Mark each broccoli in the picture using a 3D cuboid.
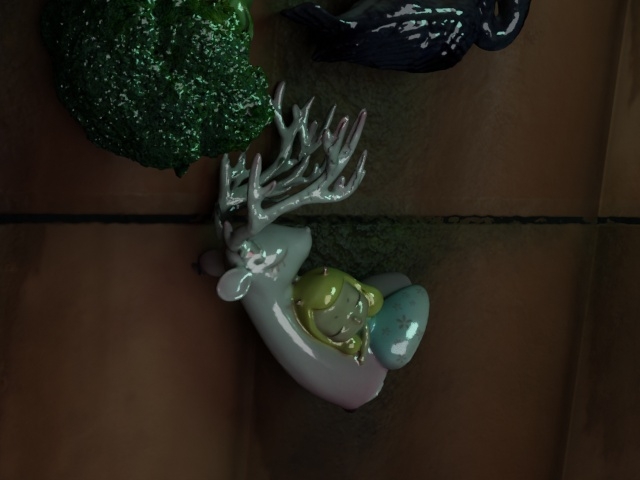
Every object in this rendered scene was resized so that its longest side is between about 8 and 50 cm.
[{"bbox_3d":[-0.160,-0.219,1.287,0.269,0.254,0.269,-37,133,-55],"label":"broccoli"}]

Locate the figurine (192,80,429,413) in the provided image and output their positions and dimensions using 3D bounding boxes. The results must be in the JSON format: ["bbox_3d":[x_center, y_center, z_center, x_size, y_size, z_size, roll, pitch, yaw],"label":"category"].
[{"bbox_3d":[-0.009,-0.001,1.434,0.315,0.206,0.284,37,90,-35],"label":"figurine"}]

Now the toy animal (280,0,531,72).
[{"bbox_3d":[0.104,-0.276,1.447,0.298,0.122,0.185,-25,113,-18],"label":"toy animal"}]
